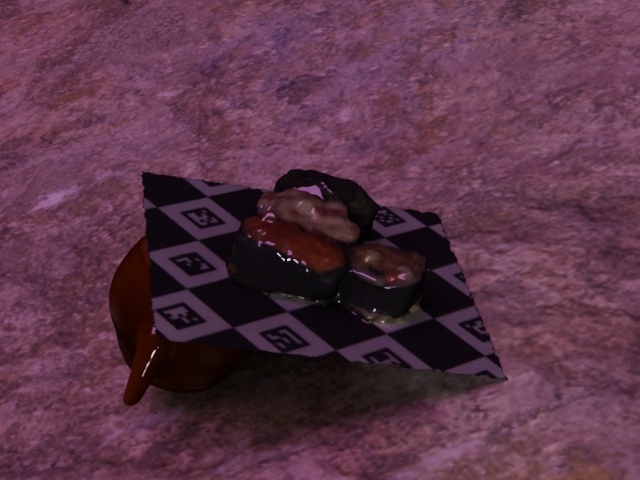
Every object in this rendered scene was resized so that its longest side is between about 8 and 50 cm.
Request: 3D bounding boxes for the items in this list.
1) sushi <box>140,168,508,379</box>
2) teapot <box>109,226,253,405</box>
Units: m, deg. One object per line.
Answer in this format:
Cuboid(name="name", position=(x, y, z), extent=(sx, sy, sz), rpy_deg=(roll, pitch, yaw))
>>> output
Cuboid(name="sushi", position=(0.000, 0.000, 0.968), extent=(0.231, 0.047, 0.219), rpy_deg=(7, 29, -14))
Cuboid(name="teapot", position=(-0.093, 0.056, 0.992), extent=(0.116, 0.116, 0.173), rpy_deg=(-6, 20, 21))
